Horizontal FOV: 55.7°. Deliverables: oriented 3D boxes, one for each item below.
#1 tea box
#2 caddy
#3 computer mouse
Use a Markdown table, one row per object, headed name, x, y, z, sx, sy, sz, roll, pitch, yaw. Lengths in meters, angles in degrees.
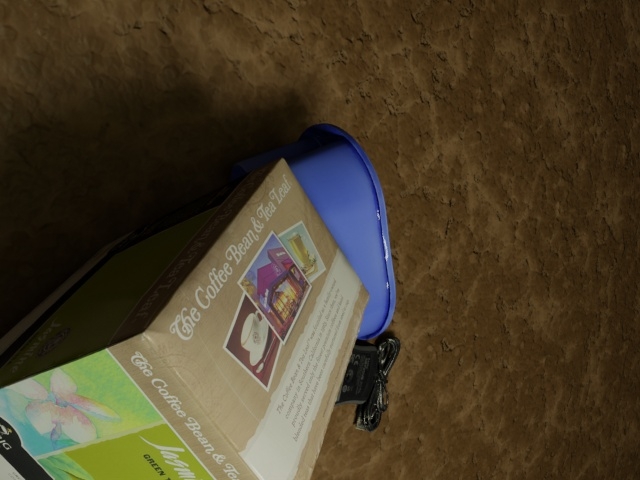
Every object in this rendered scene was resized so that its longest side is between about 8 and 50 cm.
| name | x | y | z | sx | sy | sz | roll | pitch | yaw |
| --- | --- | --- | --- | --- | --- | --- | --- | --- | --- |
| tea box | -0.159 | 0.118 | 0.661 | 0.220 | 0.324 | 0.329 | 57 | 30 | -19 |
| caddy | 0.000 | 0.000 | 0.914 | 0.179 | 0.241 | 0.341 | -17 | 109 | -28 |
| computer mouse | 0.038 | 0.243 | 1.096 | 0.272 | 0.072 | 0.188 | 25 | 79 | -50 |
